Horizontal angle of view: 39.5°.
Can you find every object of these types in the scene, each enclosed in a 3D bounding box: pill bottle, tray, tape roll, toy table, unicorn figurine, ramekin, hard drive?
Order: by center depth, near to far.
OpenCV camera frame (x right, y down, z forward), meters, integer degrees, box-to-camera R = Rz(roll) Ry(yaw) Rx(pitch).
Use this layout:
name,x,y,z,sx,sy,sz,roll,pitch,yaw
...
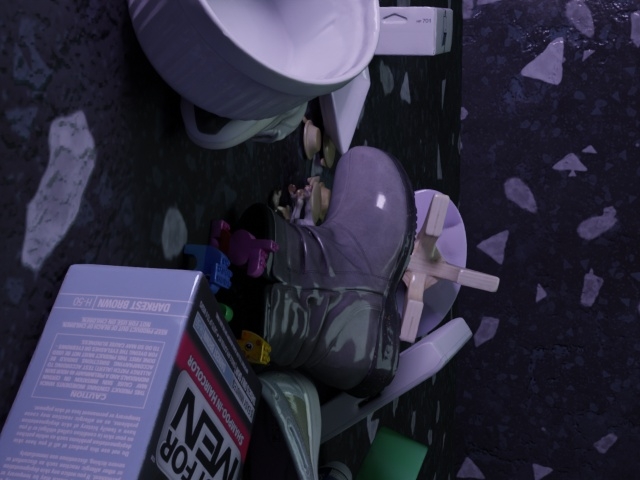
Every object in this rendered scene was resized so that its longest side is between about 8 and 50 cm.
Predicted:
name,x,y,z,sx,sy,sz,roll,pitch,yaw
ramekin,-0.061,-0.198,0.741,0.207,0.109,0.207,19,59,-35
unicorn figurine,-0.025,-0.015,1.149,0.162,0.060,0.111,-15,106,-54
tape roll,0.056,0.424,1.256,0.321,0.077,0.321,-62,168,-22
pill bottle,0.008,0.365,1.285,0.120,0.067,0.067,-34,125,-71
tray,0.033,-0.245,1.323,0.270,0.030,0.145,-71,155,-56
hard drive,0.110,0.210,1.370,0.047,0.233,0.353,57,13,8
toy table,0.176,0.047,1.563,0.161,0.252,0.274,-65,157,-86

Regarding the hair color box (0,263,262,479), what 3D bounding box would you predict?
name,x,y,z,sx,sy,sz,roll,pitch,yaw
hair color box,-0.151,0.222,0.611,0.185,0.113,0.374,71,26,-52

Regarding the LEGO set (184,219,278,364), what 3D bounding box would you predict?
name,x,y,z,sx,sy,sz,roll,pitch,yaw
LEGO set,-0.085,0.085,0.863,0.087,0.093,0.227,42,52,-70

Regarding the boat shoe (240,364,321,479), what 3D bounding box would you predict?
name,x,y,z,sx,sy,sz,roll,pitch,yaw
boat shoe,-0.049,0.304,1.005,0.103,0.118,0.320,-4,93,-68

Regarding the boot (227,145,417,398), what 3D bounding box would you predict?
name,x,y,z,sx,sy,sz,roll,pitch,yaw
boot,0.000,0.000,1.031,0.222,0.118,0.338,28,52,-39

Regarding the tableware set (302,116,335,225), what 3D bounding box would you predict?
name,x,y,z,sx,sy,sz,roll,pitch,yaw
tableware set,-0.003,-0.098,1.271,0.141,0.020,0.169,20,72,-76

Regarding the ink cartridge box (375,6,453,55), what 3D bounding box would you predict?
name,x,y,z,sx,sy,sz,roll,pitch,yaw
ink cartridge box,0.145,-0.362,1.539,0.190,0.139,0.082,-43,135,-68

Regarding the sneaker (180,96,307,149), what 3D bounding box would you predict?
name,x,y,z,sx,sy,sz,roll,pitch,yaw
sneaker,-0.060,-0.147,0.921,0.292,0.110,0.118,-61,158,-58
